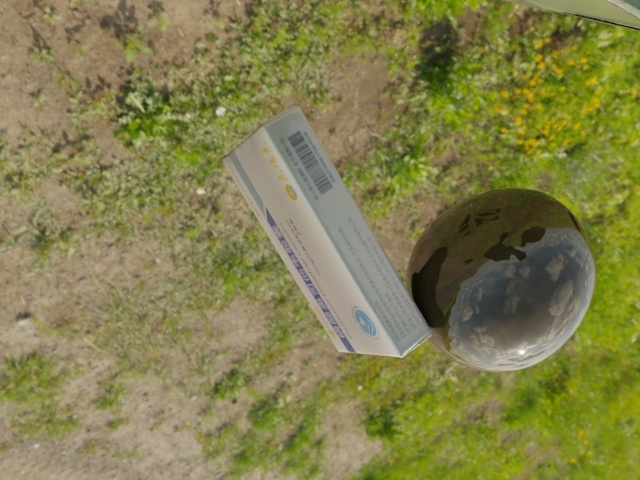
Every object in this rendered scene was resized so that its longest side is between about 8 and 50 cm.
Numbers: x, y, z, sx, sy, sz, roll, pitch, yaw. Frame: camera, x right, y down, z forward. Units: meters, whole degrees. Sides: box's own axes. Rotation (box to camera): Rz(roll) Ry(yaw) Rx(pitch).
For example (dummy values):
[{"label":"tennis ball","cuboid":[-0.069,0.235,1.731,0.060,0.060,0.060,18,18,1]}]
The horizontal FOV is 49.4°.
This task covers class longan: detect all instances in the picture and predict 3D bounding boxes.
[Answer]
[{"label":"longan","cuboid":[0.247,0.058,0.961,0.258,0.258,0.258,-24,143,-20]}]

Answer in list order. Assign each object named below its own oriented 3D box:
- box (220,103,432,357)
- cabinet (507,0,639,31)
[{"label":"box","cuboid":[0.000,0.000,0.956,0.065,0.344,0.200,-34,-173,-22]},{"label":"cabinet","cuboid":[0.181,-0.267,0.541,0.145,0.206,0.150,4,112,-41]}]
